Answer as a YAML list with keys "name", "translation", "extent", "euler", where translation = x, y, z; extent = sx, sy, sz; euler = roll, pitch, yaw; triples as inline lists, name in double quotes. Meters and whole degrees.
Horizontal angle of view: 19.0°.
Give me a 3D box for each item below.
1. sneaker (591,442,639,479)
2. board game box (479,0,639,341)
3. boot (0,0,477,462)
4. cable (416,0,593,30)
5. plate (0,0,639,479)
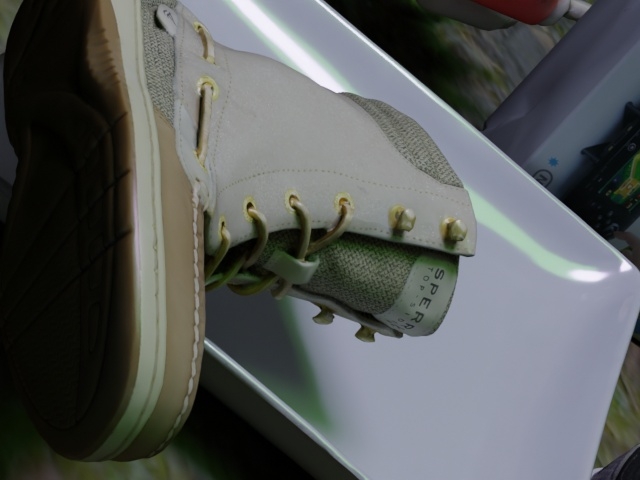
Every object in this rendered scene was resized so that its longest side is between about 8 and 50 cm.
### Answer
- name: "sneaker"
  translation: [0.131, 0.135, 0.722]
  extent: [0.063, 0.075, 0.170]
  euler: [32, 32, -19]
- name: "board game box"
  translation: [0.260, -0.022, 0.929]
  extent: [0.303, 0.224, 0.097]
  euler: [33, 30, -15]
- name: "boot"
  translation: [-0.020, 0.002, 0.630]
  extent: [0.165, 0.077, 0.213]
  euler: [26, 34, -30]
- name: "cable"
  translation: [0.012, -0.145, 0.915]
  extent: [0.287, 0.072, 0.139]
  euler: [4, 15, -31]
- name: "plate"
  translation: [0.000, 0.000, 0.770]
  extent: [0.277, 0.045, 0.278]
  euler: [40, 30, -5]
